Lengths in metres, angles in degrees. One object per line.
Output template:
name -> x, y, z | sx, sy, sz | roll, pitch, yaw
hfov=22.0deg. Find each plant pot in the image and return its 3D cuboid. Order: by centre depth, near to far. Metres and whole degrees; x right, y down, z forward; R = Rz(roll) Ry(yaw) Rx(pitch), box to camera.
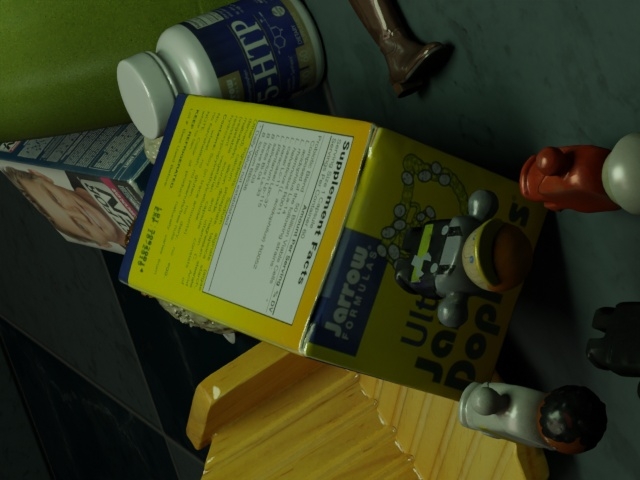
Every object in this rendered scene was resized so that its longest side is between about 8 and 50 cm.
plant pot -> -0.301, -0.263, 1.779 | 0.366, 0.353, 0.366 | 49, 152, 37

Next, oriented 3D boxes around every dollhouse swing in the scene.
dollhouse swing -> 0.030, 0.220, 1.649 | 0.347, 0.315, 0.305 | 57, 177, 22

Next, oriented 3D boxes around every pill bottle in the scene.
pill bottle -> -0.101, -0.171, 1.641 | 0.112, 0.187, 0.112 | 49, 153, 35

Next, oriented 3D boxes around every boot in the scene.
boot -> 0.065, -0.193, 1.454 | 0.114, 0.037, 0.106 | 67, 156, 9

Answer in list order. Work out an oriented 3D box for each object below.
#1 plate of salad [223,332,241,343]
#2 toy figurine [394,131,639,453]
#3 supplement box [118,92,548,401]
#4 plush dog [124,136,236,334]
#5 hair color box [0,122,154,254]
plate of salad -> -0.146, 0.040, 2.152 | 0.199, 0.048, 0.200 | 61, 168, 23
toy figurine -> 0.183, 0.042, 1.195 | 0.148, 0.210, 0.213 | -4, 110, 61
supplement box -> 0.000, 0.000, 1.466 | 0.356, 0.195, 0.194 | 17, 88, 58
plush dog -> -0.118, 0.026, 1.784 | 0.262, 0.210, 0.225 | 32, 155, 11
hair color box -> -0.247, -0.067, 2.037 | 0.347, 0.105, 0.174 | 11, 147, 51
